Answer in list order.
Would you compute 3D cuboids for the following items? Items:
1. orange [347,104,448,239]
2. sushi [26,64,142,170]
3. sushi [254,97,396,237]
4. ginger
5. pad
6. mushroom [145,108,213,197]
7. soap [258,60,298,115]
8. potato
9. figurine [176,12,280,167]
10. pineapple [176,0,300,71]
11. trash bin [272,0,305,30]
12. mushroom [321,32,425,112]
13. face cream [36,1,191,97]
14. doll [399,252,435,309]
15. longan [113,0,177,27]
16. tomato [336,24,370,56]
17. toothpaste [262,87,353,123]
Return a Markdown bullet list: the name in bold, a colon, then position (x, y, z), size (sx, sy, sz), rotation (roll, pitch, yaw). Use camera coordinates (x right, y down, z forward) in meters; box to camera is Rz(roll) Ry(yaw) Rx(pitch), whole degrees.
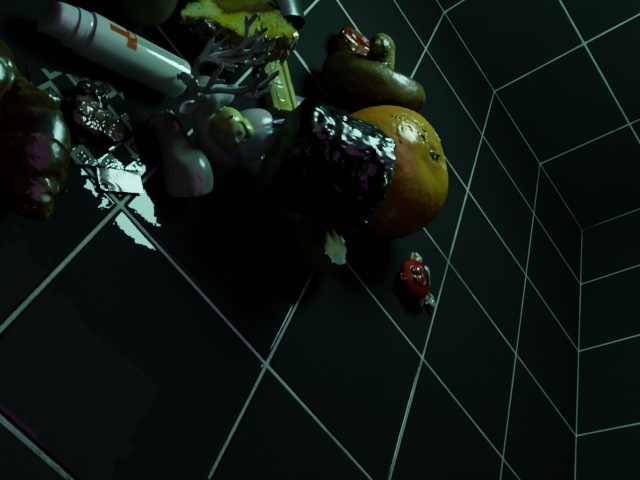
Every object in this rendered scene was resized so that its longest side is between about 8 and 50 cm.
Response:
- **orange**: position (0.213, -0.210, 2.083), size (0.424, 0.326, 0.424), rotation (38, 41, -42)
- **sushi**: position (-0.480, -0.265, 1.452), size (0.231, 0.047, 0.220), rotation (0, 67, -52)
- **sushi**: position (0.016, -0.190, 1.739), size (0.294, 0.299, 0.281), rotation (24, 39, -14)
- **ginger**: position (-0.576, -0.193, 1.197), size (0.358, 0.152, 0.274), rotation (53, 37, -14)
- **pad**: position (-0.447, -0.189, 1.493), size (0.113, 0.006, 0.188), rotation (2, 66, -51)
- **mushroom**: position (-0.321, -0.201, 1.591), size (0.116, 0.093, 0.225), rotation (-13, 85, -34)
- **soap**: position (-0.132, -0.481, 2.028), size (0.092, 0.037, 0.252), rotation (2, 63, -36)
- **potato**: position (0.000, 0.000, 1.886), size (0.138, 0.098, 0.243), rotation (46, 28, -35)
- **figurine**: position (-0.198, -0.340, 1.602), size (0.316, 0.284, 0.207), rotation (48, 24, -61)
- **pineapple**: position (-0.266, -0.554, 1.854), size (0.286, 0.209, 0.344), rotation (-24, 63, -29)
- **trash bin**: position (-0.173, -0.782, 2.041), size (0.214, 0.214, 0.334), rotation (-8, 81, -54)
- **mushroom**: position (0.164, -0.501, 2.239), size (0.345, 0.239, 0.345), rotation (49, -4, 5)
- **face cream**: position (-0.455, -0.429, 1.547), size (0.345, 0.102, 0.102), rotation (20, 54, -48)
- **doll**: position (0.318, 0.124, 2.240), size (0.217, 0.085, 0.183), rotation (31, 48, -52)
- **longan**: position (-0.422, -0.608, 1.645), size (0.189, 0.189, 0.189), rotation (30, 47, -39)
- **tomato**: position (0.130, -0.653, 2.457), size (0.228, 0.101, 0.228), rotation (34, 38, -31)
- **toothpaste**: position (-0.026, -0.383, 2.119), size (0.371, 0.080, 0.125), rotation (5, 65, -41)
